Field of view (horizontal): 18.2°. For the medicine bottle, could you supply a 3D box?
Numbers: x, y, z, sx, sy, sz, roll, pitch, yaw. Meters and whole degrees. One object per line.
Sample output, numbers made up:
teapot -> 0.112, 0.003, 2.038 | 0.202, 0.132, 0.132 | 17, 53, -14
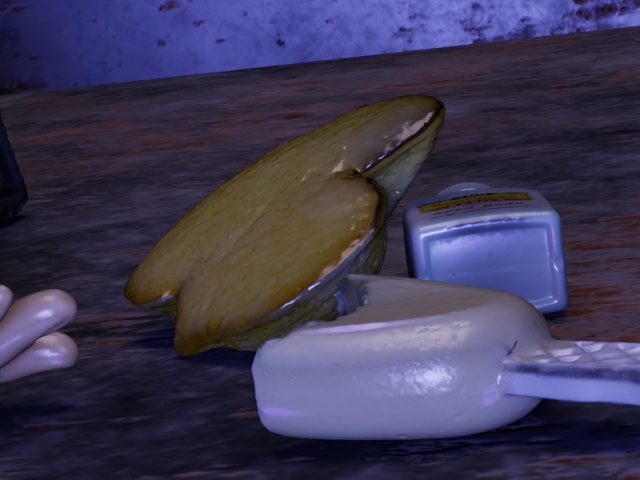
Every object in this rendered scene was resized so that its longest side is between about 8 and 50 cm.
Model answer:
medicine bottle -> 0.080, 0.004, 1.005 | 0.074, 0.055, 0.118 | -8, 10, 1

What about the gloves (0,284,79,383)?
gloves -> -0.205, 0.039, 0.856 | 0.203, 0.124, 0.164 | 20, 38, -20

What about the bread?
bread -> 0.000, 0.000, 0.999 | 0.188, 0.065, 0.149 | -38, 24, -14

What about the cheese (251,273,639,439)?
cheese -> 0.071, 0.048, 0.778 | 0.235, 0.049, 0.127 | 2, 11, 36

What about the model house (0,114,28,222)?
model house -> -0.346, -0.083, 1.441 | 0.281, 0.230, 0.249 | -2, -14, 13
